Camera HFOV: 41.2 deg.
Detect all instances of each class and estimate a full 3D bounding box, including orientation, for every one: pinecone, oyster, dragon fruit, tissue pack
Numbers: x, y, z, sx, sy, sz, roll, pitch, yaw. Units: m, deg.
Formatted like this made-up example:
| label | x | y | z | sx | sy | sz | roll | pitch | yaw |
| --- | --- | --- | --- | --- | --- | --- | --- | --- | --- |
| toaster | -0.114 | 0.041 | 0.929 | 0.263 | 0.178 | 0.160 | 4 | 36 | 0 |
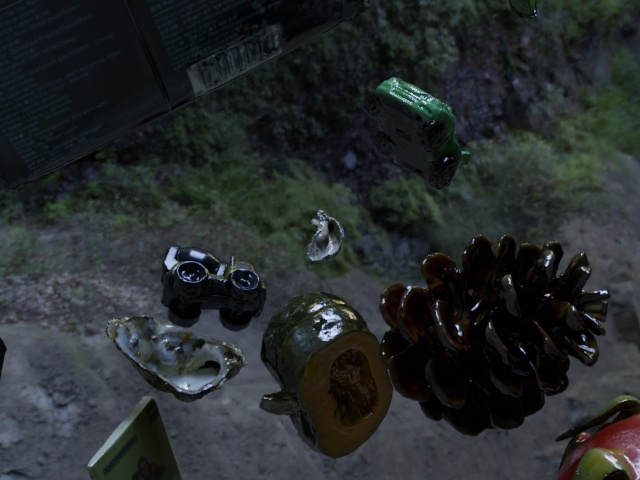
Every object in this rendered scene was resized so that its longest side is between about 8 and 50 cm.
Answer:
| label | x | y | z | sx | sy | sz | roll | pitch | yaw |
| --- | --- | --- | --- | --- | --- | --- | --- | --- | --- |
| pinecone | 0.206 | 0.109 | 1.036 | 0.244 | 0.309 | 0.244 | 16 | 57 | -25 |
| oyster | -0.296 | 0.227 | 1.699 | 0.294 | 0.094 | 0.166 | 32 | 51 | -16 |
| dragon fruit | 0.345 | 0.310 | 0.951 | 0.227 | 0.224 | 0.224 | -25 | 96 | -33 |
| tissue pack | -0.191 | -0.270 | 0.807 | 0.253 | 0.416 | 0.264 | 53 | -10 | 34 |
| oyster | 0.000 | 0.000 | 1.358 | 0.083 | 0.038 | 0.080 | -37 | 69 | -26 |

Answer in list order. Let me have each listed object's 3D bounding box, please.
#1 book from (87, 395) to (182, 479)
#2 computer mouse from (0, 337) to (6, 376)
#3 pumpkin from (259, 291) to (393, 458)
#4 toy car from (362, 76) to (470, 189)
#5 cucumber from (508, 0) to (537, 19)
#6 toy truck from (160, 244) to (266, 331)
| label | x | y | z | sx | sy | sz | roll | pitch | yaw |
| --- | --- | --- | --- | --- | --- | --- | --- | --- | --- |
| book | -0.342 | 0.520 | 1.681 | 0.239 | 0.035 | 0.352 | -53 | 134 | -61 |
| computer mouse | -0.603 | 0.269 | 1.394 | 0.137 | 0.086 | 0.270 | 15 | 86 | -72 |
| pumpkin | -0.001 | 0.251 | 1.488 | 0.221 | 0.139 | 0.317 | -34 | 134 | -21 |
| toy car | 0.249 | -0.266 | 2.081 | 0.176 | 0.213 | 0.359 | -47 | 149 | -13 |
| cucumber | 0.345 | -0.485 | 1.458 | 0.070 | 0.046 | 0.220 | 29 | 63 | -49 |
| toy truck | -0.229 | 0.087 | 1.820 | 0.224 | 0.147 | 0.165 | 7 | 44 | -11 |
